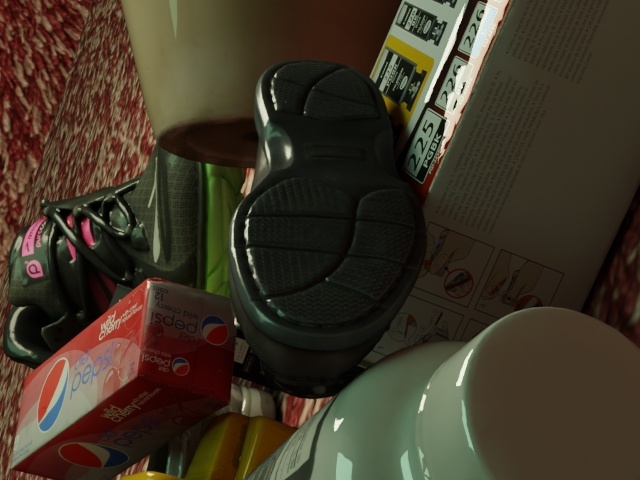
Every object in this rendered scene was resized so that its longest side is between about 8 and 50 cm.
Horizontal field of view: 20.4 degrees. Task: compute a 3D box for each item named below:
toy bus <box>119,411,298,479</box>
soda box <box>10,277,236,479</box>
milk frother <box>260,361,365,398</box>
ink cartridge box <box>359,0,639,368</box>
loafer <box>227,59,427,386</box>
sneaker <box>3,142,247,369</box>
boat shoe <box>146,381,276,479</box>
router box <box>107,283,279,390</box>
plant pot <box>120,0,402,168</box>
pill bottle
[{"bbox_3d":[-0.114,0.292,1.367,0.108,0.130,0.332,-26,46,65],"label":"toy bus"},{"bbox_3d":[-0.165,0.123,1.462,0.263,0.083,0.092,-37,41,51],"label":"soda box"},{"bbox_3d":[0.013,0.026,1.388,0.143,0.129,0.134,-18,35,9],"label":"milk frother"},{"bbox_3d":[0.102,-0.079,1.152,0.309,0.130,0.272,-67,17,8],"label":"ink cartridge box"},{"bbox_3d":[0.000,0.000,1.026,0.302,0.109,0.095,-90,7,-58],"label":"loafer"},{"bbox_3d":[-0.206,0.028,1.791,0.483,0.202,0.185,125,152,-48],"label":"sneaker"},{"bbox_3d":[-0.140,0.264,1.519,0.320,0.103,0.118,-67,17,4],"label":"boat shoe"},{"bbox_3d":[-0.112,0.085,1.597,0.046,0.133,0.179,-71,18,-4],"label":"router box"},{"bbox_3d":[-0.049,-0.218,1.549,0.323,0.323,0.280,156,117,-66],"label":"plant pot"},{"bbox_3d":[0.052,0.161,0.945,0.318,0.176,0.176,-47,28,50],"label":"pill bottle"}]
